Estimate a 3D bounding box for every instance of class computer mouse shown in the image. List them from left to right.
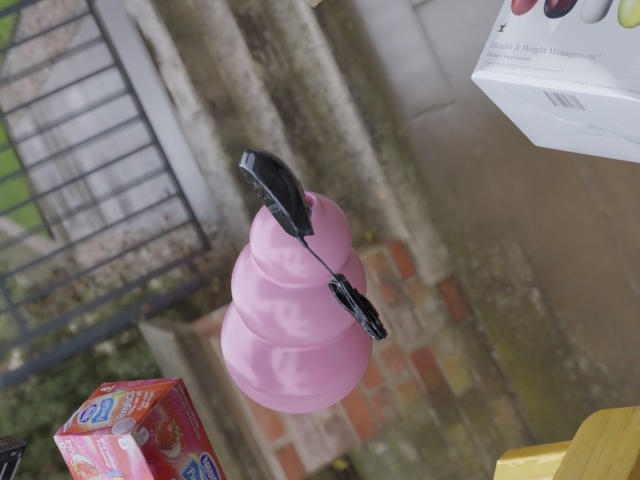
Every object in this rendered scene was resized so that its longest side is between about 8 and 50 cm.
[{"bbox_3d":[0.000,0.000,1.448,0.242,0.041,0.071,54,169,-8],"label":"computer mouse"}]

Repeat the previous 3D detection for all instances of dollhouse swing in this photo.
[{"bbox_3d":[0.334,0.417,1.671,0.305,0.315,0.347,-23,102,35],"label":"dollhouse swing"}]

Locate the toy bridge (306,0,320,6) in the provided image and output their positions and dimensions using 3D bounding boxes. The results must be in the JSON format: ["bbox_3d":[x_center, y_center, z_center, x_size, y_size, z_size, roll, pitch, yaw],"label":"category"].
[{"bbox_3d":[0.052,-0.337,1.598,0.063,0.188,0.026,33,-164,-48],"label":"toy bridge"}]

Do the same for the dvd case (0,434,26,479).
[{"bbox_3d":[-0.391,0.322,1.441,0.029,0.239,0.179,25,-175,11],"label":"dvd case"}]

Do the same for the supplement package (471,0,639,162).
[{"bbox_3d":[0.288,-0.196,1.330,0.194,0.203,0.149,14,165,40],"label":"supplement package"}]

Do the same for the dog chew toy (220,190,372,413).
[{"bbox_3d":[-0.029,0.072,1.852,0.206,0.206,0.332,52,150,40],"label":"dog chew toy"}]

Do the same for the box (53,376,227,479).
[{"bbox_3d":[-0.203,0.307,1.744,0.128,0.122,0.257,-7,117,31],"label":"box"}]
